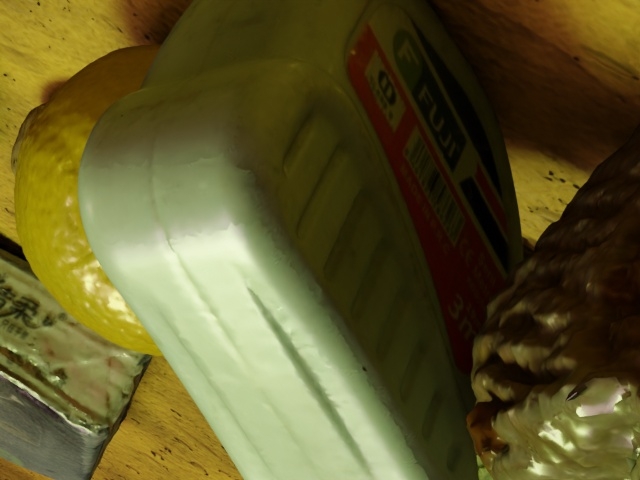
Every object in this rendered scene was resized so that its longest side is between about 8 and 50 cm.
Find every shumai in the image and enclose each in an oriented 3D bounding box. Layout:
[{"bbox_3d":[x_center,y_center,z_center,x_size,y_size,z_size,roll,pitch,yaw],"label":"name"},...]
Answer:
[{"bbox_3d":[0.227,0.070,0.688,0.283,0.217,0.346,38,156,-12],"label":"shumai"}]

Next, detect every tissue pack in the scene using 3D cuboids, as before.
[{"bbox_3d":[-0.330,0.122,1.713,0.288,0.124,0.394,27,160,-3],"label":"tissue pack"}]

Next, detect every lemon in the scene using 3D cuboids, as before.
[{"bbox_3d":[-0.081,-0.024,0.975,0.187,0.187,0.244,33,-169,-1],"label":"lemon"}]

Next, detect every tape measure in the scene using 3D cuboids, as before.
[{"bbox_3d":[0.000,0.001,0.805,0.125,0.246,0.243,-9,126,30],"label":"tape measure"}]

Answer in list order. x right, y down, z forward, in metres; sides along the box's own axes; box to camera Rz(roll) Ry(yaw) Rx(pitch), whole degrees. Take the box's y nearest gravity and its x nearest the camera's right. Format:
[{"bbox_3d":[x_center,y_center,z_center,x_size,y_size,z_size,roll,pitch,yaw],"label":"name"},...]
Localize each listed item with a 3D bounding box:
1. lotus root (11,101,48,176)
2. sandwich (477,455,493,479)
[{"bbox_3d":[-0.183,-0.062,1.188,0.072,0.063,0.152,58,153,-3],"label":"lotus root"},{"bbox_3d":[0.136,0.120,1.061,0.235,0.128,0.122,43,165,-24],"label":"sandwich"}]
